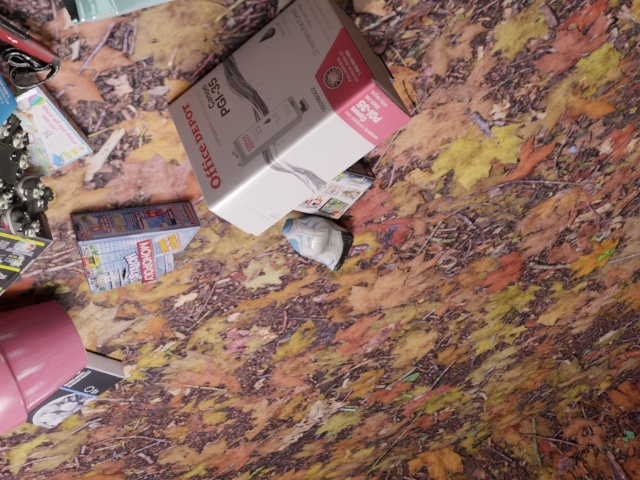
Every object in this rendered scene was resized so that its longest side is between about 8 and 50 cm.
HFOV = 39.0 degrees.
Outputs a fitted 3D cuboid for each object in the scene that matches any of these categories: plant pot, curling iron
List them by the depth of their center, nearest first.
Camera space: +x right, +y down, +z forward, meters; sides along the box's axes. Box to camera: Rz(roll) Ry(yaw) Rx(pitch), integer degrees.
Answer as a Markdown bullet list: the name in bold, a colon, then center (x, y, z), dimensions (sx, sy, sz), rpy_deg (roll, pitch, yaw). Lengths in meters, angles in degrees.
- **curling iron**: center (-0.399, -0.246, 1.025), dimensions (0.068, 0.035, 0.274), rpy_deg (-32, 152, 14)
- **plant pot**: center (-0.496, 0.194, 1.498), dimensions (0.180, 0.201, 0.201), rpy_deg (-27, 153, -29)

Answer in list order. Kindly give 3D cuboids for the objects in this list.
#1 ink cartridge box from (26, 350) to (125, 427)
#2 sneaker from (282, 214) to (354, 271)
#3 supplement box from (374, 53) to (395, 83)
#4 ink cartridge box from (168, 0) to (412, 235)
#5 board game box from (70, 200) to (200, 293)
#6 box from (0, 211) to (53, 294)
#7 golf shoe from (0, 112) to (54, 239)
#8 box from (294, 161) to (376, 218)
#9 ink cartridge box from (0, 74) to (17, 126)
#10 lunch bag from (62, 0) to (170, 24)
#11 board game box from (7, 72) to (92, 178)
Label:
- **ink cartridge box**: center (-0.518, 0.279, 1.734), dimensions (0.206, 0.045, 0.208), rpy_deg (-34, 147, 14)
- **sneaker**: center (0.000, 0.000, 1.677), dimensions (0.085, 0.086, 0.237), rpy_deg (-63, 158, -4)
- **supplement box**: center (0.050, -0.236, 1.360), dimensions (0.083, 0.056, 0.083), rpy_deg (2, 140, -38)
- **ink cartridge box**: center (-0.049, -0.173, 1.237), dimensions (0.283, 0.207, 0.117), rpy_deg (-36, 147, 16)
- **board game box**: center (-0.294, 0.011, 1.479), dimensions (0.194, 0.060, 0.194), rpy_deg (-16, 148, -15)
- **box**: center (-0.559, 0.015, 1.292), dimensions (0.216, 0.060, 0.270), rpy_deg (-41, 146, 23)
- **golf shoe**: center (-0.429, -0.085, 1.142), dimensions (0.120, 0.105, 0.273), rpy_deg (20, 155, 3)
- **box**: center (-0.013, -0.098, 1.541), dimensions (0.207, 0.036, 0.114), rpy_deg (10, 134, -45)
- **ink cartridge box**: center (-0.460, -0.128, 0.899), dimensions (0.168, 0.233, 0.171), rpy_deg (1, 135, 22)
- **lunch bag**: center (-0.164, -0.318, 0.883), dimensions (0.223, 0.262, 0.160), rpy_deg (-17, 148, -16)
- **board game box**: center (-0.387, -0.146, 1.207), dimensions (0.103, 0.026, 0.154), rpy_deg (-26, 149, 1)
